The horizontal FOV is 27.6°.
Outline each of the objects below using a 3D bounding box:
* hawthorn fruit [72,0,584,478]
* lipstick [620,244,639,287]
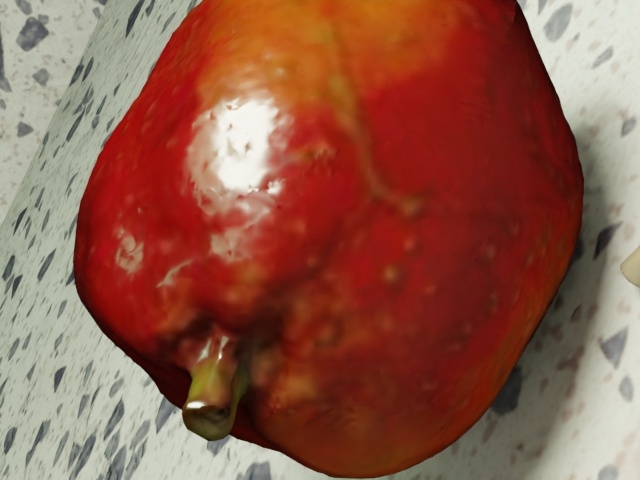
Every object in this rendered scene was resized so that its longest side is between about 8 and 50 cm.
[{"bbox_3d":[0.000,0.000,0.690,0.265,0.265,0.307,-42,16,41],"label":"hawthorn fruit"},{"bbox_3d":[0.184,-0.013,0.634,0.094,0.019,0.019,-49,27,30],"label":"lipstick"}]
